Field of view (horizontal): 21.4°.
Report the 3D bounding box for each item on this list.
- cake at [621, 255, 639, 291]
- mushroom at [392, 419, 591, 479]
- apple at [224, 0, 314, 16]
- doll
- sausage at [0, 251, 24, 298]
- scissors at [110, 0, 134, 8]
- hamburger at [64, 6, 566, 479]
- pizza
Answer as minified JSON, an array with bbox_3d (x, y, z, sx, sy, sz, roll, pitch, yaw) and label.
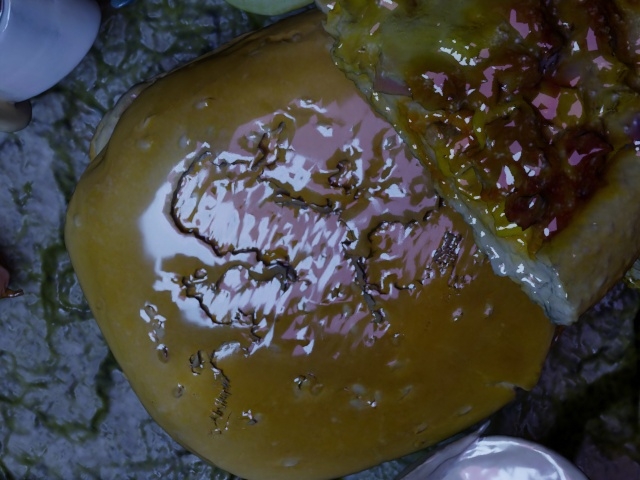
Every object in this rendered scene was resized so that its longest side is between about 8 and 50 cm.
[{"bbox_3d":[0.219,-0.028,1.059,0.116,0.185,0.080,-46,53,-6],"label":"cake"},{"bbox_3d":[0.089,0.252,1.080,0.195,0.189,0.253,40,82,8],"label":"mushroom"},{"bbox_3d":[-0.024,-0.278,1.074,0.193,0.120,0.265,-12,93,34],"label":"apple"},{"bbox_3d":[-0.173,-0.175,1.044,0.271,0.144,0.208,-4,82,34],"label":"doll"},{"bbox_3d":[-0.270,-0.014,1.125,0.065,0.065,0.169,-37,112,6],"label":"sausage"},{"bbox_3d":[-0.201,-0.225,0.995,0.180,0.393,0.032,-52,136,2],"label":"scissors"},{"bbox_3d":[0.008,0.001,1.076,0.304,0.174,0.284,-24,100,7],"label":"hamburger"},{"bbox_3d":[0.107,-0.108,0.949,0.229,0.081,0.289,15,73,-3],"label":"pizza"}]
